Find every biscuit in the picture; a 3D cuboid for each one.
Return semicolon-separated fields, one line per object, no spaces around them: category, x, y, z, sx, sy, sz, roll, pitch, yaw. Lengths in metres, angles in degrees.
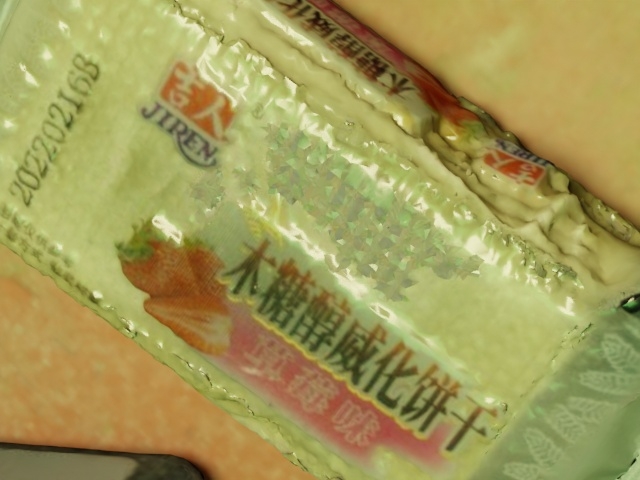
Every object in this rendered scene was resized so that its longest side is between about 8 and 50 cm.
biscuit;0.003;-0.003;0.627;0.309;0.079;0.186;38;121;6

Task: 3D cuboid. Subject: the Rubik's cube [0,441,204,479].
Rubik's cube;-0.219;0.272;0.689;0.316;0.313;0.318;0;111;22
